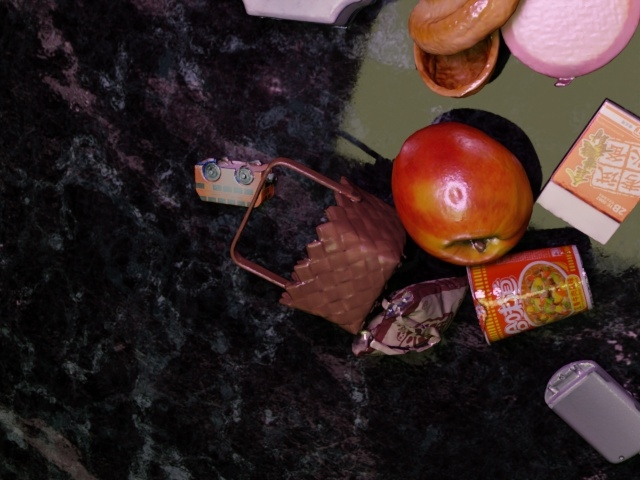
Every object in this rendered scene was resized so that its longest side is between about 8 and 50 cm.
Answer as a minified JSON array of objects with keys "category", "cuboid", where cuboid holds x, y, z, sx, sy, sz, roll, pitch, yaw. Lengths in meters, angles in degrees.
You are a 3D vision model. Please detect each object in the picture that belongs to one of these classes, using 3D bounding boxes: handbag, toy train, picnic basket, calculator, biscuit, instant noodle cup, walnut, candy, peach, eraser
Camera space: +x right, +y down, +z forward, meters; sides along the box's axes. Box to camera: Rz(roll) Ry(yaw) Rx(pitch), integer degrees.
[{"category":"handbag","cuboid":[0.194,0.162,1.541,0.127,0.235,0.213,51,123,24]},{"category":"toy train","cuboid":[-0.189,-0.130,1.672,0.188,0.072,0.099,9,109,18]},{"category":"picnic basket","cuboid":[0.000,0.000,1.521,0.321,0.291,0.254,25,116,-2]},{"category":"calculator","cuboid":[0.582,0.356,1.549,0.246,0.045,0.141,42,116,4]},{"category":"biscuit","cuboid":[0.268,-0.458,1.301,0.213,0.091,0.274,14,78,53]},{"category":"instant noodle cup","cuboid":[0.411,0.094,1.465,0.212,0.193,0.193,-15,101,16]},{"category":"walnut","cuboid":[0.265,-0.353,1.405,0.167,0.087,0.211,-10,75,30]},{"category":"candy","cuboid":[0.440,-0.405,1.328,0.255,0.094,0.255,6,109,19]},{"category":"peach","cuboid":[0.267,-0.095,1.419,0.281,0.281,0.238,27,149,11]},{"category":"eraser","cuboid":[0.537,-0.126,1.413,0.157,0.038,0.230,33,115,8]}]

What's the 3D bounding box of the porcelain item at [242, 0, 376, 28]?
[{"category":"porcelain item","cuboid":[-0.024,-0.556,1.423,0.282,0.157,0.285,10,109,16]}]
